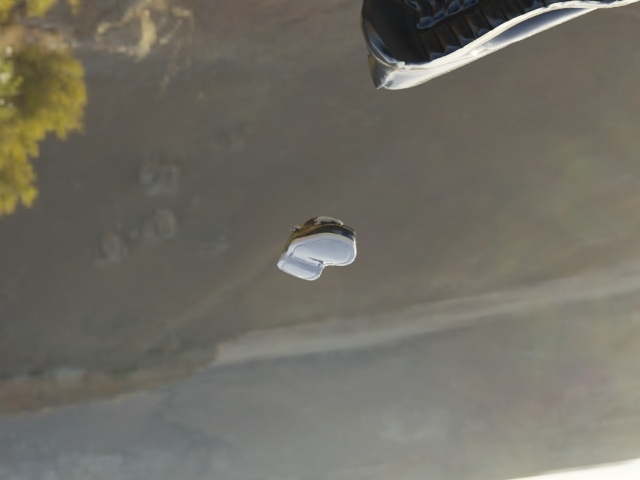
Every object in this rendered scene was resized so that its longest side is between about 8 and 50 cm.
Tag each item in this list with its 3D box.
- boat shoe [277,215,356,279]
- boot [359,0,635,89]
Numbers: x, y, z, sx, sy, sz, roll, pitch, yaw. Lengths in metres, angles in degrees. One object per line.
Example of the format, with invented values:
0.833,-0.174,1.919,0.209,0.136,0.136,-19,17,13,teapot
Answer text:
0.000,0.000,1.018,0.046,0.038,0.125,21,164,-8,boat shoe
0.112,-0.142,0.731,0.198,0.076,0.137,-17,177,-2,boot
